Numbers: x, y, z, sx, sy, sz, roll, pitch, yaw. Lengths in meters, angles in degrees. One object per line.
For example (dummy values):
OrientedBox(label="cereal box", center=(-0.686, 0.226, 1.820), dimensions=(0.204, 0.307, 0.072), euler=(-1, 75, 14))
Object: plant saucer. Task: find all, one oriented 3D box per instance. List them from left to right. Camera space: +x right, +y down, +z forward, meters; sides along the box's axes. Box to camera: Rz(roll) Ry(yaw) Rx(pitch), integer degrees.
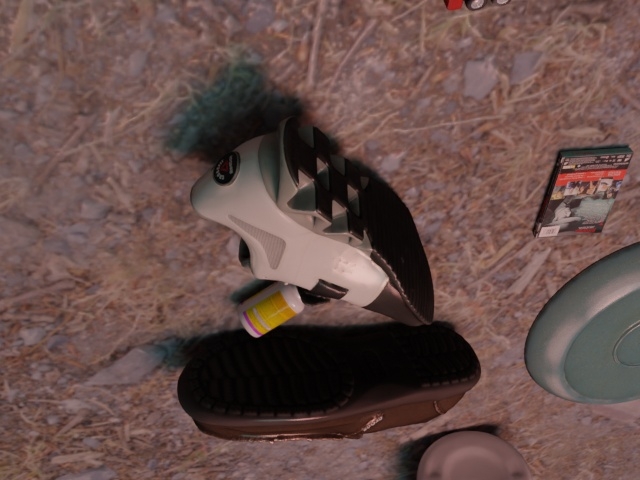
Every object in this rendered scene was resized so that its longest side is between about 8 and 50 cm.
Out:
OrientedBox(label="plant saucer", center=(0.427, 0.121, 1.284), dimensions=(0.317, 0.044, 0.318), euler=(-10, 135, -10))

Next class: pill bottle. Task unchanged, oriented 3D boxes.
OrientedBox(label="pill bottle", center=(-0.047, 0.070, 1.071), dimensions=(0.083, 0.043, 0.043), euler=(-31, 134, 12))
OrientedBox(label="pill bottle", center=(0.210, 0.420, 1.412), dimensions=(0.160, 0.160, 0.283), euler=(-9, 135, -10))

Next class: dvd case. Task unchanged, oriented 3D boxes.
OrientedBox(label="dvd case", center=(0.294, -0.052, 1.092), dimensions=(0.087, 0.013, 0.119), euler=(-5, 133, -14))

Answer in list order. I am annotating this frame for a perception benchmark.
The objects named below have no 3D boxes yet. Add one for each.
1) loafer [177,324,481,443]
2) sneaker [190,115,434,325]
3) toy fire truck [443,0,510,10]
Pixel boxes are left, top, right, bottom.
OrientedBox(label="loafer", center=(0.012, 0.190, 1.142), dimensions=(0.366, 0.134, 0.130), euler=(0, 132, -18))
OrientedBox(label="sneaker", center=(0.000, 0.000, 0.987), dimensions=(0.146, 0.122, 0.330), euler=(-20, 140, 27))
OrientedBox(label="toy fire truck", center=(0.148, -0.254, 0.797), dimensions=(0.192, 0.047, 0.135), euler=(-12, 153, -7))
